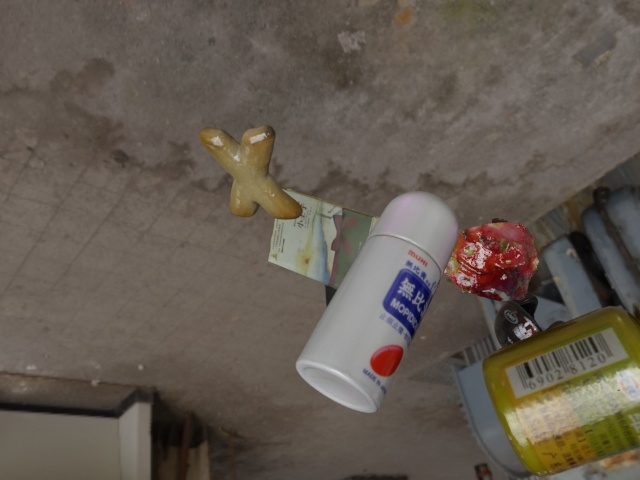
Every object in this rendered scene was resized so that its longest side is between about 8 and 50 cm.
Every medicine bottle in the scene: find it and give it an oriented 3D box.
[{"bbox_3d":[0.488,0.225,0.948,0.384,0.224,0.224,-28,143,17],"label":"medicine bottle"},{"bbox_3d":[0.099,0.070,0.844,0.130,0.341,0.130,24,151,14],"label":"medicine bottle"}]

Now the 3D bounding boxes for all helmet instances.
[{"bbox_3d":[0.630,0.268,1.739,0.193,0.189,0.216,-48,127,9],"label":"helmet"}]

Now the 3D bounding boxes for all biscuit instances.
[{"bbox_3d":[-0.135,-0.124,1.099,0.164,0.047,0.208,5,134,25],"label":"biscuit"}]

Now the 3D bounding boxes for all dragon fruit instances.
[{"bbox_3d":[0.411,0.044,1.320,0.274,0.126,0.161,8,126,-19],"label":"dragon fruit"}]

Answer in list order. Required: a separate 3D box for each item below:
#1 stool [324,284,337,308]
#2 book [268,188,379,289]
[{"bbox_3d":[0.122,0.173,1.714,0.141,0.232,0.232,-28,143,31],"label":"stool"},{"bbox_3d":[0.000,0.000,1.396,0.026,0.289,0.201,-6,110,-54],"label":"book"}]
